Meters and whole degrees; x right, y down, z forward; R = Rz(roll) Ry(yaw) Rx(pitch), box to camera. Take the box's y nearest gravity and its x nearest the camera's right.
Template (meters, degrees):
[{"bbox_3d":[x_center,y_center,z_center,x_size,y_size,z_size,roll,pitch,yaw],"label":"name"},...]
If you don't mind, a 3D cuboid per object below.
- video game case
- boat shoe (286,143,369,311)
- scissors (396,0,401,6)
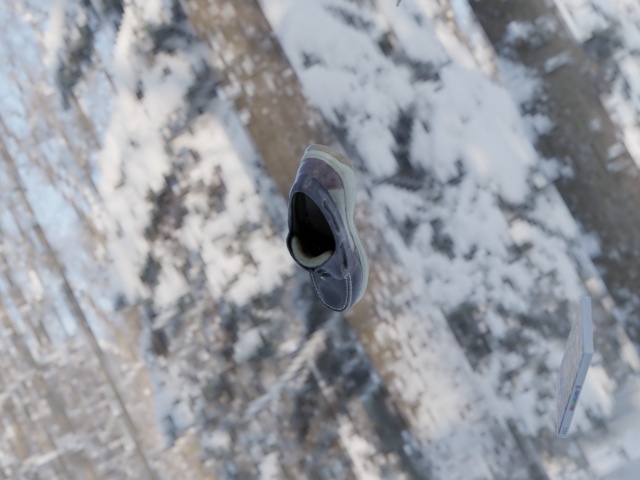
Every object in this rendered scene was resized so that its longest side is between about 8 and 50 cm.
[{"bbox_3d":[0.259,0.130,1.508,0.011,0.087,0.122,9,-51,0],"label":"video game case"},{"bbox_3d":[0.000,0.000,1.981,0.092,0.102,0.285,-48,-30,-34],"label":"boat shoe"},{"bbox_3d":[0.162,-0.459,2.487,0.109,0.021,0.297,-26,20,11],"label":"scissors"}]
